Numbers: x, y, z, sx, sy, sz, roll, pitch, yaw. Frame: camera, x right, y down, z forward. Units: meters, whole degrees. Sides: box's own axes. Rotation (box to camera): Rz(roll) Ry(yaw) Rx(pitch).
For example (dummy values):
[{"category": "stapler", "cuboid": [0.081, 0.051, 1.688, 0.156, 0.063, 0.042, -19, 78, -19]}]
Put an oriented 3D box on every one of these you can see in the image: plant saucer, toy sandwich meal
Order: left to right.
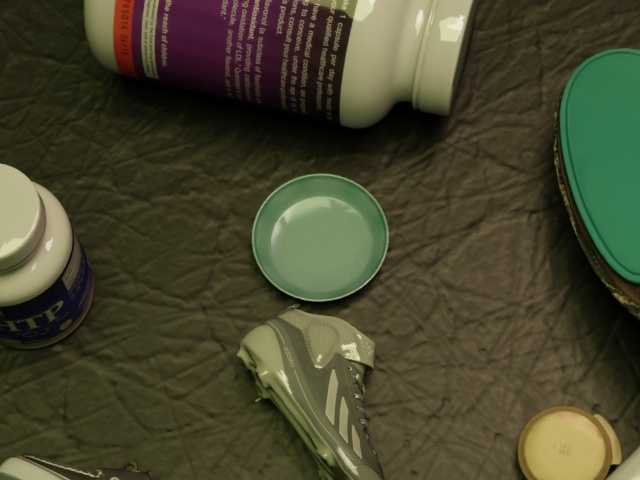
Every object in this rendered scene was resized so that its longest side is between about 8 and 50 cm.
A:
[{"category": "plant saucer", "cuboid": [0.000, 0.000, 1.445, 0.119, 0.021, 0.119, -1, 69, 1]}, {"category": "toy sandwich meal", "cuboid": [0.204, 0.175, 1.368, 0.085, 0.029, 0.085, -2, 72, 5]}]

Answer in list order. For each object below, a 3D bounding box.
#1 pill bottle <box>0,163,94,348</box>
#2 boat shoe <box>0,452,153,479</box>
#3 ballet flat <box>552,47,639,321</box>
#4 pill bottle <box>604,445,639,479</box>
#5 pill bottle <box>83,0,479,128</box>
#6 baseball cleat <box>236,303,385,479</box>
[{"category": "pill bottle", "cuboid": [-0.255, 0.011, 1.362, 0.112, 0.187, 0.112, -1, 69, 2]}, {"category": "boat shoe", "cuboid": [-0.150, 0.220, 1.340, 0.228, 0.080, 0.076, 22, 54, 14]}, {"category": "ballet flat", "cuboid": [0.328, 0.046, 1.314, 0.164, 0.182, 0.483, -31, 45, 4]}, {"category": "pill bottle", "cuboid": [0.342, 0.295, 1.228, 0.188, 0.188, 0.334, -41, 72, -13]}, {"category": "pill bottle", "cuboid": [-0.031, -0.203, 1.441, 0.323, 0.181, 0.181, 14, 70, 7]}, {"category": "baseball cleat", "cuboid": [0.022, 0.138, 1.365, 0.109, 0.072, 0.206, -34, 75, -17]}]
